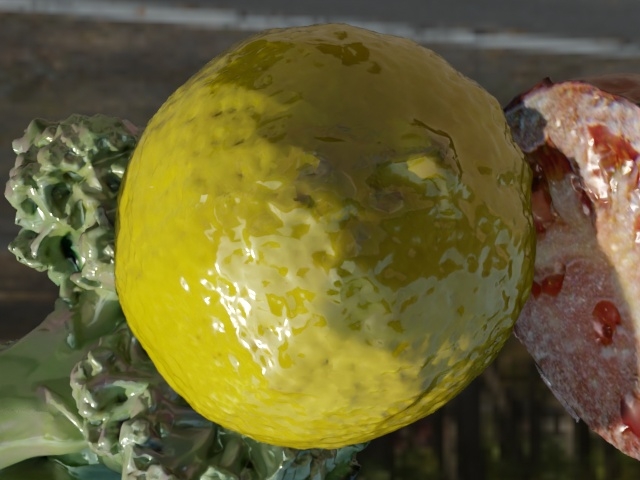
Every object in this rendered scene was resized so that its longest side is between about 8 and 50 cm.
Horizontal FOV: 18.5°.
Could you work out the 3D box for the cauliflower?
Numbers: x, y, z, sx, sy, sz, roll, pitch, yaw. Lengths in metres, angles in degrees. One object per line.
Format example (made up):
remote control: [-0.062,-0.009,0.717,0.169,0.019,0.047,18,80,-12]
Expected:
cauliflower: [-0.112,0.076,1.044,0.315,0.256,0.239,-23,145,-10]

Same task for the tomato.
tomato: [0.176,0.005,1.019,0.085,0.225,0.225,-28,-171,-27]

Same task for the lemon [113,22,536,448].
lemon: [0.002,0.000,0.813,0.181,0.180,0.193,4,180,-38]
